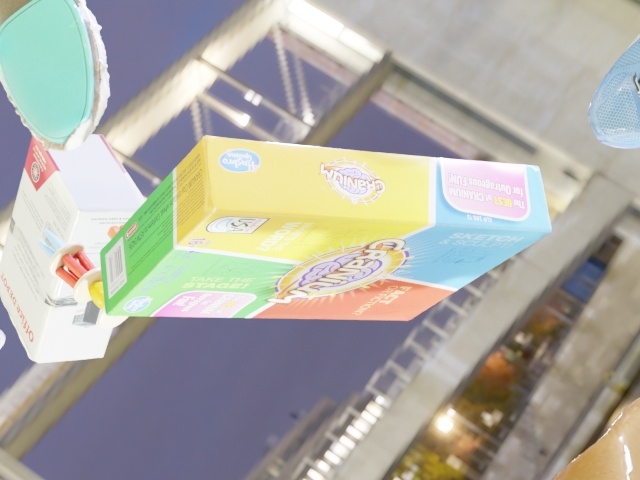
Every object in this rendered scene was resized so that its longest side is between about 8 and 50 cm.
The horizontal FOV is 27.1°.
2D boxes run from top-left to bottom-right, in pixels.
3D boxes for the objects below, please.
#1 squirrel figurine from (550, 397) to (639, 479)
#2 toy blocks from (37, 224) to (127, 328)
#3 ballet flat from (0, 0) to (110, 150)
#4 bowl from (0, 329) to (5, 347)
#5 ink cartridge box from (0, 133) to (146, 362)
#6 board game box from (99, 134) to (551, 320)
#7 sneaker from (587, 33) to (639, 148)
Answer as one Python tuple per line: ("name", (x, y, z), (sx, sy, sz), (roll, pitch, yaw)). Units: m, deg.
("squirrel figurine", (0.179, 0.369, 1.040), (0.397, 0.281, 0.370), (-20, -26, -48))
("toy blocks", (-0.262, 0.022, 1.611), (0.123, 0.148, 0.054), (-35, -26, -24))
("ballet flat", (-0.354, -0.292, 1.682), (0.147, 0.409, 0.147), (-24, -15, -7))
("bowl", (-0.452, 0.115, 1.227), (0.298, 0.134, 0.298), (-33, -4, -3))
("ink cartridge box", (-0.361, 0.011, 1.901), (0.114, 0.197, 0.273), (0, -53, -35))
("board game box", (0.000, 0.000, 1.146), (0.316, 0.064, 0.242), (3, -23, -28))
("sneaker", (0.356, -0.169, 1.295), (0.147, 0.130, 0.330), (-23, -6, -29))
